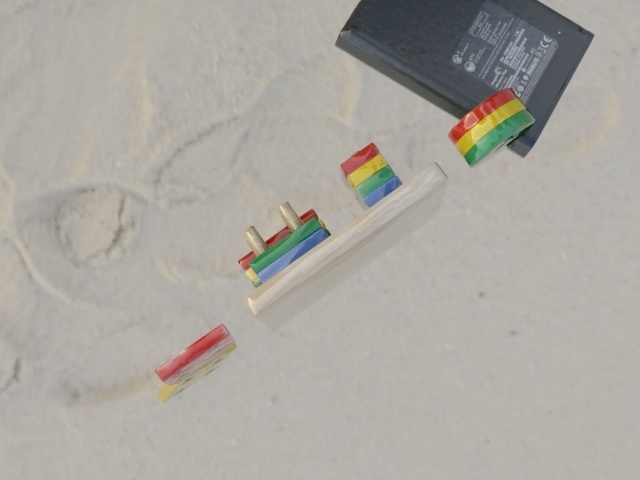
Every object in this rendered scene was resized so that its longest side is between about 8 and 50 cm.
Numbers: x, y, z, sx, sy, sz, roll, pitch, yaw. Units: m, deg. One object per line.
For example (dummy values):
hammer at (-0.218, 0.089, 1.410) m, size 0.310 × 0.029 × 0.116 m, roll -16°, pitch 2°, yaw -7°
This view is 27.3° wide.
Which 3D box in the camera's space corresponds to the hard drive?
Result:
hard drive at (0.089, -0.123, 0.806) m, size 0.135 × 0.022 × 0.094 m, roll 31°, pitch 68°, yaw 1°

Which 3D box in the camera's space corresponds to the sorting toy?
sorting toy at (0.000, 0.000, 0.788) m, size 0.274 × 0.132 × 0.046 m, roll -36°, pitch 82°, yaw -2°
